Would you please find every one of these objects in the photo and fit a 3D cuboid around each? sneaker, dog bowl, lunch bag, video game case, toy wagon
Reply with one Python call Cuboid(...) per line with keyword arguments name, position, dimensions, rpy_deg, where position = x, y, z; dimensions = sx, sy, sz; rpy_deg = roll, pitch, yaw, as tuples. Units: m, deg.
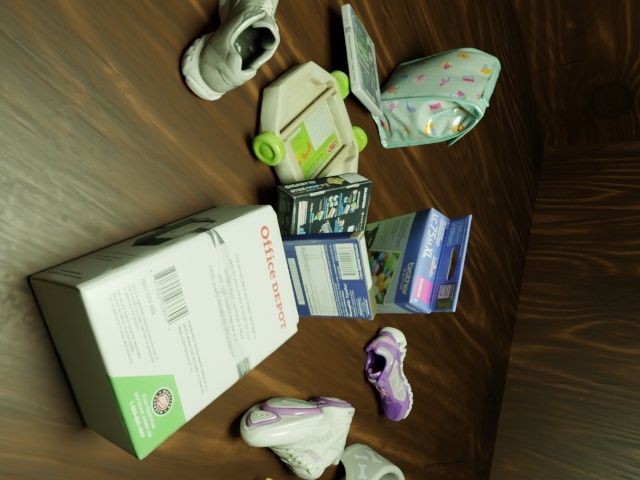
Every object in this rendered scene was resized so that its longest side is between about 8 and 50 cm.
Cuboid(name="sneaker", position=(-0.097, -0.321, 0.668), dimensions=(0.099, 0.120, 0.263), rpy_deg=(43, 59, -48))
Cuboid(name="dog bowl", position=(0.090, 0.660, 1.021), dimensions=(0.348, 0.102, 0.349), rpy_deg=(-8, 100, -54))
Cuboid(name="lunch bag", position=(0.285, -0.342, 1.075), dimensions=(0.224, 0.262, 0.160), rpy_deg=(-58, 135, -35))
Cuboid(name="video game case", position=(0.092, -0.370, 0.947), dimensions=(0.190, 0.022, 0.173), rpy_deg=(2, 80, -68))
Cuboid(name="sneaker", position=(-0.031, 0.368, 0.817), dimensions=(0.305, 0.114, 0.152), rpy_deg=(26, 70, -52))
Cuboid(name="sneaker", position=(0.159, 0.340, 1.109), dimensions=(0.104, 0.095, 0.237), rpy_deg=(-15, 100, -46))
Cuboid(name="toy wagon", position=(0.002, -0.152, 0.864), dimensions=(0.267, 0.068, 0.345), rpy_deg=(-52, 133, -38))

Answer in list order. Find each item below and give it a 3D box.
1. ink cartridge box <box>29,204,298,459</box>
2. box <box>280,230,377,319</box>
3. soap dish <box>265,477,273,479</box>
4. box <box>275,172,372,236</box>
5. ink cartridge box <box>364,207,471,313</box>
Cuboid(name="ink cartridge box", position=(-0.175, 0.091, 0.590), dimensions=(0.289, 0.121, 0.211), rpy_deg=(-30, 116, -49))
Cuboid(name="box", position=(-0.030, 0.057, 0.710), dimensions=(0.036, 0.225, 0.137), rpy_deg=(-49, 131, -59))
Cuboid(name="soap dish", position=(-0.068, 0.579, 0.700), dimensions=(0.291, 0.228, 0.118), rpy_deg=(-55, 172, -38))
Cuboid(name="box", position=(0.000, 0.000, 0.795), dimensions=(0.175, 0.051, 0.221), rpy_deg=(-16, 126, -37))
Cuboid(name="ink cartridge box", position=(0.137, 0.046, 0.864), dimensions=(0.065, 0.311, 0.186), rpy_deg=(29, 68, -29))
